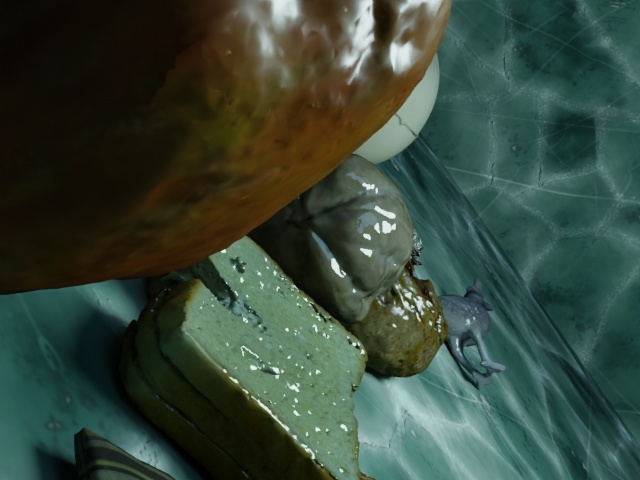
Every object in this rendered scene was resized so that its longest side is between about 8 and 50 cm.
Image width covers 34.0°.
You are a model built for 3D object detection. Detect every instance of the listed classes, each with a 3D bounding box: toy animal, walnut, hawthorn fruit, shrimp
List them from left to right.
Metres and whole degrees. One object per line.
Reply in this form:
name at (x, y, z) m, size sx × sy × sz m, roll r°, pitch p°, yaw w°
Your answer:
hawthorn fruit at (-0.148, -0.190, 0.670) m, size 0.472 × 0.472 × 0.472 m, roll 48°, pitch 17°, yaw -20°
walnut at (0.000, 0.000, 1.177) m, size 0.224 × 0.224 × 0.224 m, roll 48°, pitch 17°, yaw -20°
shrimp at (0.124, 0.009, 1.423) m, size 0.038 × 0.029 × 0.092 m, roll 55°, pitch 17°, yaw -23°
toy animal at (0.243, 0.153, 1.804) m, size 0.367 × 0.081 × 0.206 m, roll 6°, pitch 54°, yaw -59°

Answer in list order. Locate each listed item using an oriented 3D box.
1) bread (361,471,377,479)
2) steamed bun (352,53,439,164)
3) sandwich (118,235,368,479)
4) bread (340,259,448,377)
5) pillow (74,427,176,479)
bread at (0.067, 0.305, 0.996) m, size 0.105 × 0.076 × 0.233 m, roll 28°, pitch 32°, yaw -54°
steamed bun at (0.012, -0.287, 1.629) m, size 0.374 × 0.334 × 0.334 m, roll 47°, pitch 17°, yaw -20°
sandwich at (-0.065, 0.116, 0.970) m, size 0.249 × 0.095 × 0.273 m, roll 46°, pitch 18°, yaw -16°
bread at (0.084, 0.077, 1.428) m, size 0.230 × 0.123 × 0.230 m, roll 46°, pitch 17°, yaw -19°
pillow at (-0.115, 0.229, 0.696) m, size 0.113 × 0.038 × 0.203 m, roll 43°, pitch 20°, yaw -44°
